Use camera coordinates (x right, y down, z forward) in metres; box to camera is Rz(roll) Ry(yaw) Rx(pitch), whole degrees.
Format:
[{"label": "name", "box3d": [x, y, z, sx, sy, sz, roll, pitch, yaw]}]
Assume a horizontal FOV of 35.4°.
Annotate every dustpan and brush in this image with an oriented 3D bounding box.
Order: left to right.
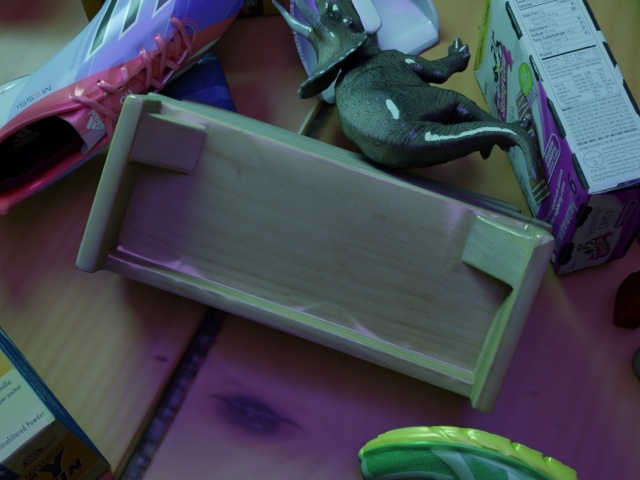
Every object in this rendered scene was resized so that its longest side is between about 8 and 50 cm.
[{"label": "dustpan and brush", "box3d": [0.012, -0.258, 0.963, 0.147, 0.060, 0.211, -32, 86, -12]}]

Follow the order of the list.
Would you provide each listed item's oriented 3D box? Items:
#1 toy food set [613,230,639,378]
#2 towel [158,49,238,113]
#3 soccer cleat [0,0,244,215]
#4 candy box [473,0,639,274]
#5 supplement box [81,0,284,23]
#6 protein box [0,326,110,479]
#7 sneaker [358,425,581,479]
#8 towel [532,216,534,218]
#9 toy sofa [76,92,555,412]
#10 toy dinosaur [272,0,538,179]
[{"label": "toy food set", "box3d": [0.321, 0.040, 0.852, 0.111, 0.104, 0.232, 14, 69, 5]}, {"label": "towel", "box3d": [-0.114, -0.122, 0.952, 0.067, 0.029, 0.119, -17, 69, -6]}, {"label": "soccer cleat", "box3d": [-0.183, -0.139, 0.876, 0.318, 0.108, 0.116, -36, 39, 2]}, {"label": "candy box", "box3d": [0.207, -0.109, 0.872, 0.071, 0.159, 0.233, -14, 64, -4]}, {"label": "supplement box", "box3d": [-0.143, -0.324, 0.978, 0.194, 0.129, 0.191, -7, 69, -3]}, {"label": "protein box", "box3d": [-0.288, 0.126, 0.759, 0.136, 0.201, 0.200, -39, 74, -14]}, {"label": "sneaker", "box3d": [0.159, 0.235, 0.771, 0.296, 0.109, 0.123, 26, 66, 9]}, {"label": "towel", "box3d": [0.230, -0.021, 0.926, 0.060, 0.009, 0.083, 34, 72, 11]}, {"label": "toy sofa", "box3d": [0.000, 0.000, 0.842, 0.363, 0.177, 0.150, 19, 99, 2]}, {"label": "toy dinosaur", "box3d": [0.074, -0.107, 0.861, 0.160, 0.121, 0.313, -6, 41, -21]}]
